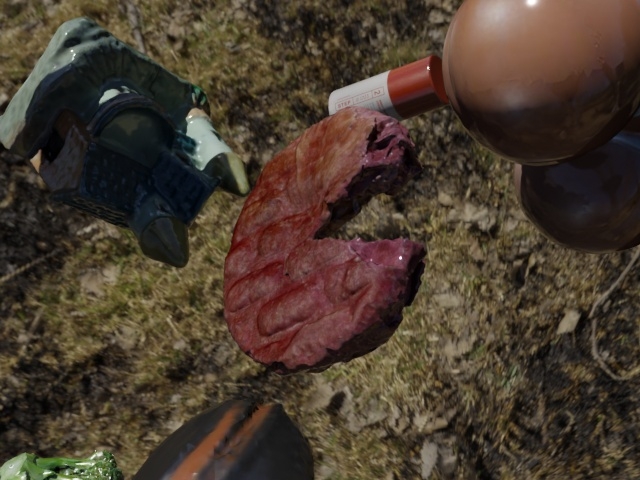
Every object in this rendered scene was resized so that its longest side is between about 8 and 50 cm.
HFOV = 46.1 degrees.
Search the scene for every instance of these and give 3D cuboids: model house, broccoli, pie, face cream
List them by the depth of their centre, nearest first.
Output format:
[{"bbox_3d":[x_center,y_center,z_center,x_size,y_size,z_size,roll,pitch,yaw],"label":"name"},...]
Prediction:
[{"bbox_3d":[0.000,0.000,0.583,0.204,0.054,0.218,-13,58,46],"label":"pie"},{"bbox_3d":[-0.217,-0.095,0.967,0.194,0.267,0.325,-51,50,12],"label":"model house"},{"bbox_3d":[0.128,-0.263,1.386,0.214,0.096,0.095,-14,65,34],"label":"face cream"},{"bbox_3d":[-0.550,0.567,1.582,0.308,0.275,0.308,-31,25,16],"label":"broccoli"}]

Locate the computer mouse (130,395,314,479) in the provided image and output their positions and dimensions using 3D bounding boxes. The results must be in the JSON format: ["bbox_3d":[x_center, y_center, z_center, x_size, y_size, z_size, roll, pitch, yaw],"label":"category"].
[{"bbox_3d":[-0.075,0.225,0.383,0.116,0.183,0.323,9,41,-1],"label":"computer mouse"}]

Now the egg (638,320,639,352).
[{"bbox_3d":[0.467,0.108,0.712,0.258,0.352,0.258,-3,96,-26],"label":"egg"}]

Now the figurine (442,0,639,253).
[{"bbox_3d":[0.295,-0.150,0.483,0.388,0.277,0.248,-9,60,29],"label":"figurine"}]
